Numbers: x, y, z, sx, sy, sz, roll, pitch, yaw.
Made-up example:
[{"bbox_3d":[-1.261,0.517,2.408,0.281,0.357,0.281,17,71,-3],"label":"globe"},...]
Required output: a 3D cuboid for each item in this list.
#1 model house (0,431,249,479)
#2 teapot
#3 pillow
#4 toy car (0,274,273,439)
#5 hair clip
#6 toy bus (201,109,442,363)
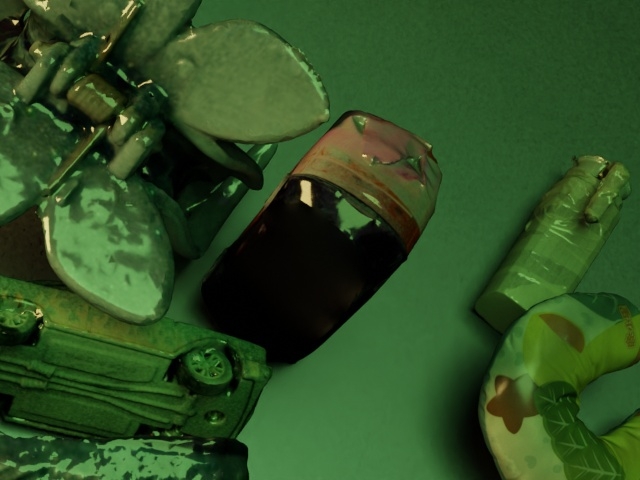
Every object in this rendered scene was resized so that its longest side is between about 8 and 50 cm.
[{"bbox_3d":[-0.195,0.304,1.653,0.253,0.184,0.291,6,82,-18],"label":"model house"},{"bbox_3d":[0.239,-0.001,1.959,0.077,0.107,0.200,37,62,-3],"label":"teapot"},{"bbox_3d":[0.246,0.163,1.886,0.214,0.086,0.233,-30,104,-29],"label":"pillow"},{"bbox_3d":[-0.209,0.102,1.740,0.320,0.141,0.097,15,41,-16],"label":"toy car"},{"bbox_3d":[-0.190,-0.116,1.746,0.318,0.238,0.392,38,85,-4],"label":"hair clip"},{"bbox_3d":[0.000,0.000,1.765,0.127,0.303,0.147,37,58,-2],"label":"toy bus"}]
